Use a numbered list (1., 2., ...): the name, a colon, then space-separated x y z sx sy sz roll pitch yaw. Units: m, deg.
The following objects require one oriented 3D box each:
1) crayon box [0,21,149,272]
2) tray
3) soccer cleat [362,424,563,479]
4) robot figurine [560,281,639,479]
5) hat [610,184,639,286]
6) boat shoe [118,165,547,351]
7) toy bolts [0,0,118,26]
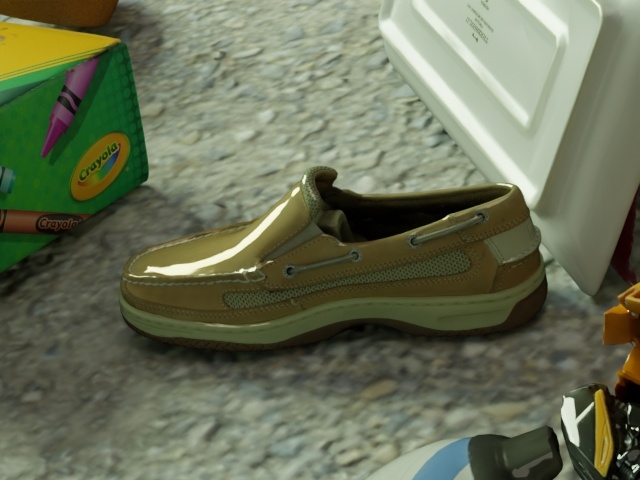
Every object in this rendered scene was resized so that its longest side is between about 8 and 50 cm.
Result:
1. crayon box: -0.246 -0.052 0.998 0.278 0.081 0.165 11 31 34
2. tray: 0.084 -0.099 0.913 0.030 0.145 0.270 8 24 -23
3. soccer cleat: 0.039 0.186 0.529 0.143 0.116 0.331 -28 29 11
4. robot figurine: 0.220 0.059 0.665 0.211 0.085 0.291 -31 36 -28
5. hat: 0.133 -0.084 0.963 0.173 0.208 0.183 27 90 19
6. boat shoe: 0.000 0.000 0.851 0.190 0.072 0.068 -6 32 12
7. toy bolts: -0.216 -0.230 1.170 0.218 0.158 0.228 8 13 -12
